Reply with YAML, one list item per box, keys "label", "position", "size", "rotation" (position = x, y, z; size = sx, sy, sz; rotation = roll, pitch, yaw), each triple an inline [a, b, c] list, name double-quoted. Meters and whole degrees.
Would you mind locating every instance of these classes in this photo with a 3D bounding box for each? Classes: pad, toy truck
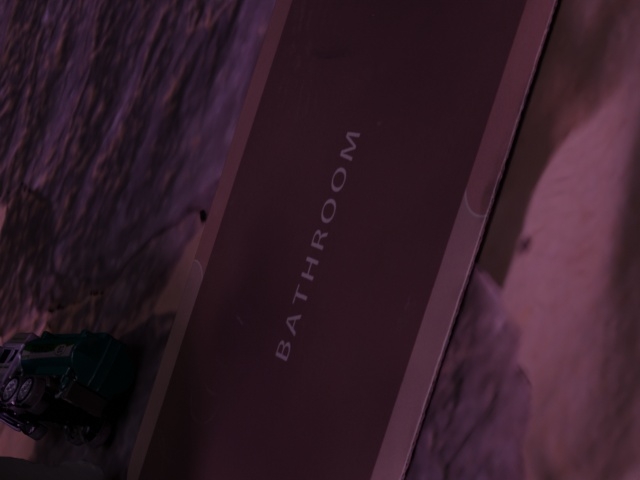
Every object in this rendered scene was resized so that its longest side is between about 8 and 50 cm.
- label: "pad"
  position: [0.000, 0.000, 0.554]
  size: [0.176, 0.002, 0.266]
  rotation: [21, 93, 59]
- label: "toy truck"
  position: [-0.111, 0.058, 0.671]
  size: [0.083, 0.039, 0.044]
  rotation: [-6, 54, 56]

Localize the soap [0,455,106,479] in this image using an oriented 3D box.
- label: "soap"
  position: [-0.130, 0.189, 0.610]
  size: [0.198, 0.063, 0.114]
  rotation: [-66, 32, 15]
